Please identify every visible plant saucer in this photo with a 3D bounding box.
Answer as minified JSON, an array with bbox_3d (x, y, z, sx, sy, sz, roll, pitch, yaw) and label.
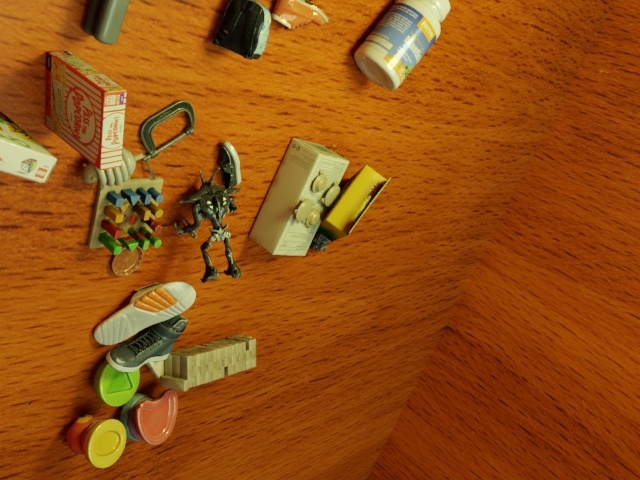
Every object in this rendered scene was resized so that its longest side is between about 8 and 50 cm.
[{"bbox_3d":[-0.457,0.045,1.596,0.083,0.013,0.083,-35,144,-30],"label":"plant saucer"}]

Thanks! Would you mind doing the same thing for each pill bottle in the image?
[{"bbox_3d":[0.228,-0.557,1.838,0.272,0.152,0.152,-52,149,-5],"label":"pill bottle"}]

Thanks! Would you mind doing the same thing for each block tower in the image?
[{"bbox_3d":[-0.312,0.347,1.963,0.335,0.091,0.097,-8,99,-59],"label":"block tower"}]

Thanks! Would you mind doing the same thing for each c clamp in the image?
[{"bbox_3d":[-0.337,-0.231,1.495,0.160,0.022,0.137,-42,142,-19],"label":"c clamp"}]

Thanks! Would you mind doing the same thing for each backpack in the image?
[{"bbox_3d":[-0.158,-0.457,1.447,0.114,0.105,0.084,-68,170,20],"label":"backpack"}]

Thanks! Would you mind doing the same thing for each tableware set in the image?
[{"bbox_3d":[-0.009,-0.105,1.853,0.169,0.020,0.141,-53,152,-7],"label":"tableware set"}]

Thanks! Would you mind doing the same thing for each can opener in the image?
[{"bbox_3d":[-0.332,-0.486,1.198,0.095,0.076,0.283,-3,123,-53],"label":"can opener"}]

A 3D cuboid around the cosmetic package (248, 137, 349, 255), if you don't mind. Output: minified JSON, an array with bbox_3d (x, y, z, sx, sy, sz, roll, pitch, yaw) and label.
[{"bbox_3d":[-0.060,-0.117,1.899,0.160,0.113,0.309,5,116,-56],"label":"cosmetic package"}]

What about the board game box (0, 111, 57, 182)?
[{"bbox_3d":[-0.581,-0.186,1.024,0.053,0.193,0.305,-59,150,7],"label":"board game box"}]

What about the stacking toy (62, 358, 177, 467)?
[{"bbox_3d":[-0.536,0.431,1.817,0.309,0.130,0.280,1,92,-59],"label":"stacking toy"}]

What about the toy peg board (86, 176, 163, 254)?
[{"bbox_3d":[-0.414,-0.049,1.502,0.161,0.079,0.161,-12,129,-50],"label":"toy peg board"}]

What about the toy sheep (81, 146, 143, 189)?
[{"bbox_3d":[-0.425,-0.152,1.384,0.132,0.091,0.091,-31,142,-27],"label":"toy sheep"}]

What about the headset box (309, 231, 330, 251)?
[{"bbox_3d":[0.000,0.000,2.173,0.083,0.032,0.062,10,112,-58],"label":"headset box"}]

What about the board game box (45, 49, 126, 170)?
[{"bbox_3d":[-0.420,-0.233,1.202,0.045,0.193,0.147,-21,134,-44],"label":"board game box"}]

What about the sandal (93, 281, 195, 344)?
[{"bbox_3d":[-0.444,0.162,1.682,0.265,0.076,0.102,-26,130,-7],"label":"sandal"}]

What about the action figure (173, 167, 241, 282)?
[{"bbox_3d":[-0.273,-0.040,1.660,0.164,0.141,0.276,-16,106,-36],"label":"action figure"}]

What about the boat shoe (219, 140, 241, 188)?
[{"bbox_3d":[-0.226,-0.182,1.667,0.040,0.049,0.142,-39,148,-25],"label":"boat shoe"}]

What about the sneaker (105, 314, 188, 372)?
[{"bbox_3d":[-0.435,0.243,1.726,0.163,0.086,0.226,-54,164,18],"label":"sneaker"}]

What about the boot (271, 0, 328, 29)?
[{"bbox_3d":[-0.050,-0.524,1.581,0.158,0.059,0.085,12,113,-49],"label":"boot"}]

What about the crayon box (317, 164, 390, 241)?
[{"bbox_3d":[0.087,-0.106,1.982,0.202,0.081,0.318,-54,-175,-9],"label":"crayon box"}]
